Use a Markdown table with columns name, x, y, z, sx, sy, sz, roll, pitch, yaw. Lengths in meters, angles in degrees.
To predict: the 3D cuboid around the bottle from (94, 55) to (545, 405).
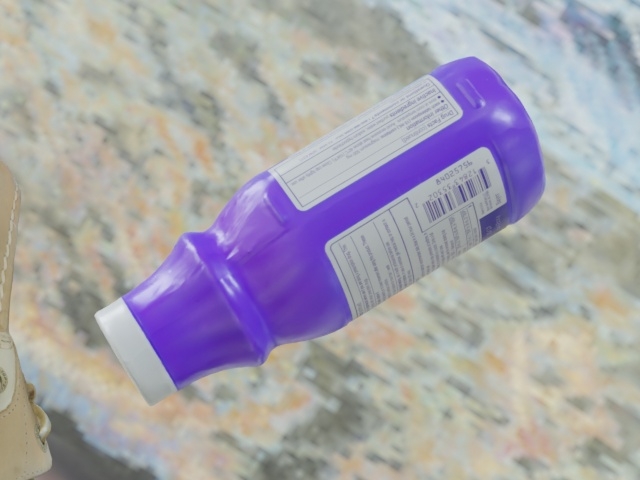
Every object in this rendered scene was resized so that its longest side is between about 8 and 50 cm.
| name | x | y | z | sx | sy | sz | roll | pitch | yaw |
| --- | --- | --- | --- | --- | --- | --- | --- | --- | --- |
| bottle | 0.000 | 0.000 | 1.107 | 0.092 | 0.283 | 0.118 | 55 | -8 | 31 |

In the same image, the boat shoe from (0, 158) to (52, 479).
| name | x | y | z | sx | sy | sz | roll | pitch | yaw |
| --- | --- | --- | --- | --- | --- | --- | --- | --- | --- |
| boat shoe | -0.202 | 0.106 | 0.935 | 0.110 | 0.122 | 0.341 | 26 | 58 | -27 |
